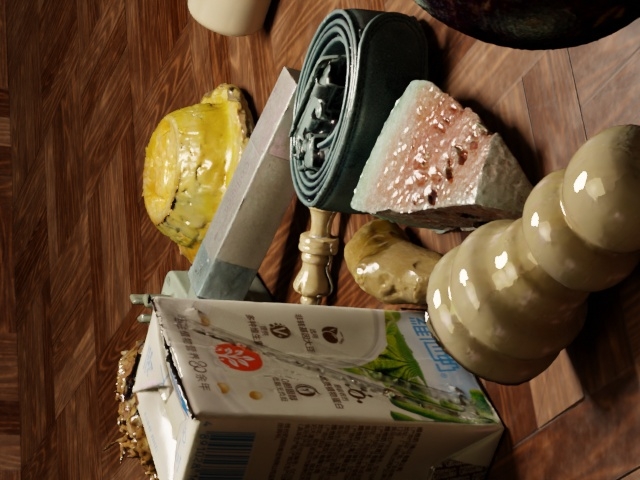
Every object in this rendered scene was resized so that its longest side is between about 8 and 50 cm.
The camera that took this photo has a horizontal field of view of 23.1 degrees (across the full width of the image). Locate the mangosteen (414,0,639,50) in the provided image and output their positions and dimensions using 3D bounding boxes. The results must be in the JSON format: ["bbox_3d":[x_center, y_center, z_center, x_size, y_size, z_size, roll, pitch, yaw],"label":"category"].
[{"bbox_3d":[0.179,-0.294,1.270,0.288,0.288,0.288,-176,90,-68],"label":"mangosteen"}]

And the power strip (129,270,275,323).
[{"bbox_3d":[-0.172,0.135,2.194,0.261,0.141,0.229,53,133,54],"label":"power strip"}]

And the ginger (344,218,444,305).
[{"bbox_3d":[0.080,0.026,1.666,0.069,0.095,0.190,63,174,-23],"label":"ginger"}]

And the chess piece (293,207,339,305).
[{"bbox_3d":[-0.001,0.000,1.906,0.060,0.060,0.172,-144,58,-64],"label":"chess piece"}]

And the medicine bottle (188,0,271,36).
[{"bbox_3d":[-0.100,-0.408,2.132,0.114,0.114,0.252,-111,33,-46],"label":"medicine bottle"}]

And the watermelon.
[{"bbox_3d":[0.137,-0.071,1.564,0.241,0.094,0.154,28,103,64],"label":"watermelon"}]

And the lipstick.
[{"bbox_3d":[-0.076,-0.065,2.002,0.317,0.068,0.066,-64,26,21],"label":"lipstick"}]

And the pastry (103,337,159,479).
[{"bbox_3d":[-0.130,0.212,1.951,0.275,0.275,0.193,-127,27,-58],"label":"pastry"}]

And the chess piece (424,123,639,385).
[{"bbox_3d":[0.209,0.006,1.313,0.261,0.142,0.143,-48,43,47],"label":"chess piece"}]

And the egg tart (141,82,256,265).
[{"bbox_3d":[-0.179,-0.098,2.285,0.288,0.118,0.288,-172,90,-65],"label":"egg tart"}]

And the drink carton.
[{"bbox_3d":[-0.011,0.166,1.544,0.194,0.324,0.132,-115,36,-51],"label":"drink carton"}]

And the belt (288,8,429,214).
[{"bbox_3d":[0.038,-0.153,1.753,0.206,0.116,0.267,-102,24,-43],"label":"belt"}]
